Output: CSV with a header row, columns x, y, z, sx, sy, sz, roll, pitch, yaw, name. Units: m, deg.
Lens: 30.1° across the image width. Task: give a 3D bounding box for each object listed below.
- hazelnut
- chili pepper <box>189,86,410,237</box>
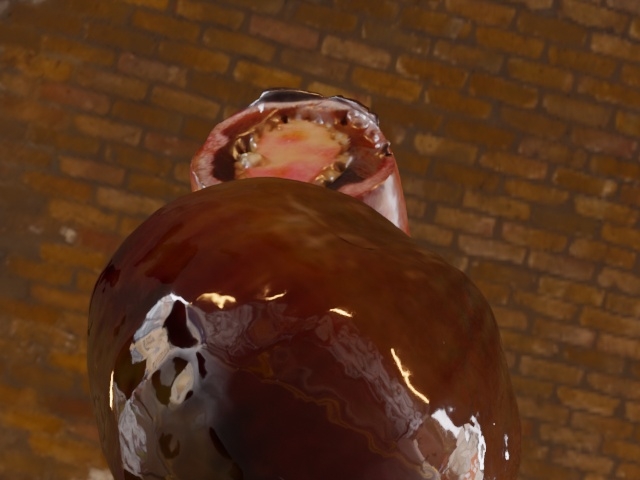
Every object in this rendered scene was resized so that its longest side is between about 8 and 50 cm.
x,y,z,sx,sy,sz,roll,pitch,yaw,name
-0.010,0.074,0.624,0.251,0.217,0.217,46,-51,26,hazelnut
0.000,0.000,1.390,0.251,0.229,0.305,2,-47,27,chili pepper
